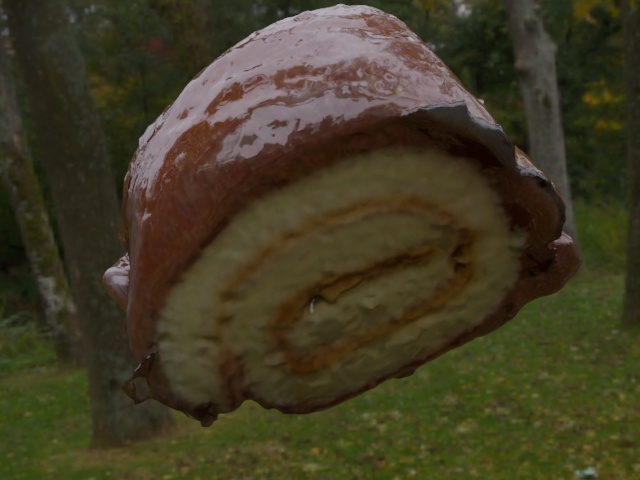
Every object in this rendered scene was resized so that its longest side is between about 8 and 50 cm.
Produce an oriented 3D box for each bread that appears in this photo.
[{"bbox_3d":[-0.007,-0.008,0.514,0.244,0.190,0.123,-30,36,6],"label":"bread"}]
